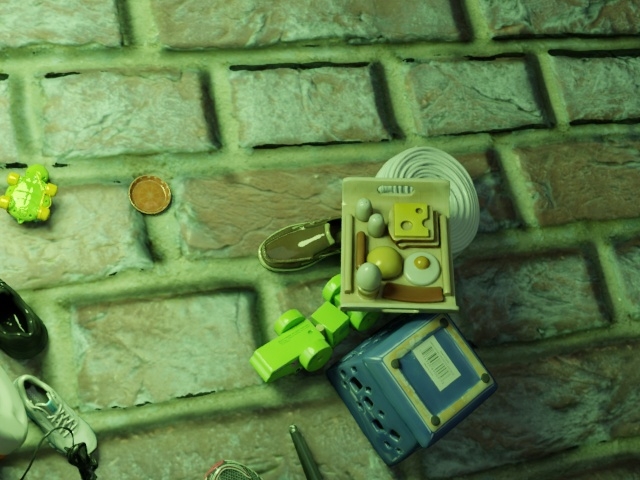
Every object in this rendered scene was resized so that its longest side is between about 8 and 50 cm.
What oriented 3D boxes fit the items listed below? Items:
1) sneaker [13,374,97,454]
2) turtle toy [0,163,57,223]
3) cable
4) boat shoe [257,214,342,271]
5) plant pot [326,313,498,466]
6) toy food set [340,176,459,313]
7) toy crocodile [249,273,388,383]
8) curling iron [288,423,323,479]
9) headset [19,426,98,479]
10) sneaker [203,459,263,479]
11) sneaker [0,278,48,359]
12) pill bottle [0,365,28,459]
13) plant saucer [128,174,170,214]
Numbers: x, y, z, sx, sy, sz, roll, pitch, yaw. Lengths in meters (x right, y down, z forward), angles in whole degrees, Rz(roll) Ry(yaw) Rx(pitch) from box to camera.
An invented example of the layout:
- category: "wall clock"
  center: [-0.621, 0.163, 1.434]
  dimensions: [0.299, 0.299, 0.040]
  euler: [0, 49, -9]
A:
- category: "sneaker"
  center: [-0.467, 0.307, 1.537]
  dimensions: [0.190, 0.083, 0.071]
  euler: [42, 62, -2]
- category: "turtle toy"
  center: [-0.548, -0.089, 1.661]
  dimensions: [0.095, 0.066, 0.130]
  euler: [18, 66, -14]
- category: "cable"
  center: [0.230, -0.075, 1.887]
  dimensions: [0.257, 0.089, 0.257]
  euler: [-34, 89, -36]
- category: "boat shoe"
  center: [-0.003, -0.007, 1.799]
  dimensions: [0.257, 0.095, 0.095]
  euler: [-17, 77, -23]
- category: "plant pot"
  center: [0.185, 0.268, 1.699]
  dimensions: [0.236, 0.212, 0.236]
  euler: [-32, 84, -25]
- category: "toy food set"
  center: [0.148, 0.006, 1.690]
  dimensions: [0.219, 0.092, 0.306]
  euler: [1, 56, 2]
- category: "toy crocodile"
  center: [0.013, 0.173, 1.741]
  dimensions: [0.340, 0.105, 0.115]
  euler: [-34, 57, -25]
- category: "curling iron"
  center: [-0.011, 0.479, 1.653]
  dimensions: [0.068, 0.035, 0.274]
  euler: [-11, 75, -22]
- category: "headset"
  center: [-0.576, 0.399, 1.446]
  dimensions: [0.394, 0.185, 0.243]
  euler: [-14, 60, -6]
- category: "sneaker"
  center: [-0.094, 0.517, 1.570]
  dimensions: [0.121, 0.112, 0.299]
  euler: [-36, 85, -26]
- category: "sneaker"
  center: [-0.596, 0.088, 1.547]
  dimensions: [0.286, 0.130, 0.109]
  euler: [37, 66, -2]
- category: "pill bottle"
  center: [-0.651, 0.313, 1.275]
  dimensions: [0.392, 0.224, 0.224]
  euler: [-33, 84, -5]
- category: "plant saucer"
  center: [-0.342, -0.091, 1.760]
  dimensions: [0.083, 0.013, 0.083]
  euler: [6, 70, -17]
